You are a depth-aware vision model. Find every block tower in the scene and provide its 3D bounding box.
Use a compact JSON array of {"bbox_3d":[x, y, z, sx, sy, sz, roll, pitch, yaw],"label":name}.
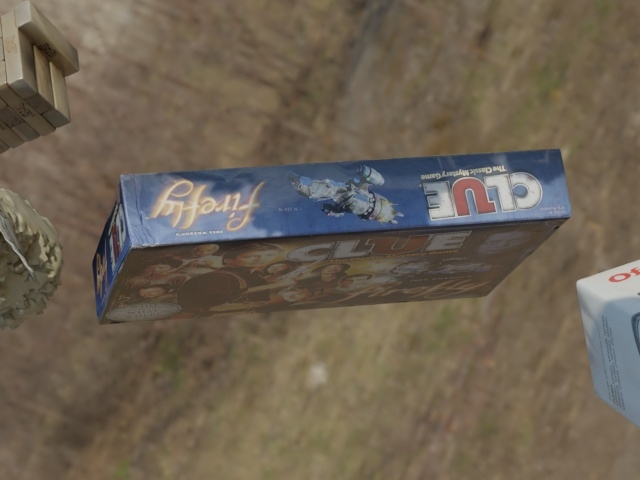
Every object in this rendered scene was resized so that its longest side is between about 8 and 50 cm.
[{"bbox_3d":[-0.398,-0.111,1.822,0.335,0.091,0.097,-23,54,14],"label":"block tower"}]

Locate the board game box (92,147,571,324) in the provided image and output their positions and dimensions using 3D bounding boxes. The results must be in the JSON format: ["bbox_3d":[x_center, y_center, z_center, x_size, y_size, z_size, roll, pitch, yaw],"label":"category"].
[{"bbox_3d":[0.000,0.000,1.068,0.165,0.243,0.042,124,140,-69],"label":"board game box"}]

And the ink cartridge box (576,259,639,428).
[{"bbox_3d":[0.347,0.087,1.447,0.273,0.197,0.114,-143,38,-66],"label":"ink cartridge box"}]

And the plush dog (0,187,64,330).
[{"bbox_3d":[-0.336,0.016,1.325,0.225,0.262,0.210,-39,15,7],"label":"plush dog"}]
